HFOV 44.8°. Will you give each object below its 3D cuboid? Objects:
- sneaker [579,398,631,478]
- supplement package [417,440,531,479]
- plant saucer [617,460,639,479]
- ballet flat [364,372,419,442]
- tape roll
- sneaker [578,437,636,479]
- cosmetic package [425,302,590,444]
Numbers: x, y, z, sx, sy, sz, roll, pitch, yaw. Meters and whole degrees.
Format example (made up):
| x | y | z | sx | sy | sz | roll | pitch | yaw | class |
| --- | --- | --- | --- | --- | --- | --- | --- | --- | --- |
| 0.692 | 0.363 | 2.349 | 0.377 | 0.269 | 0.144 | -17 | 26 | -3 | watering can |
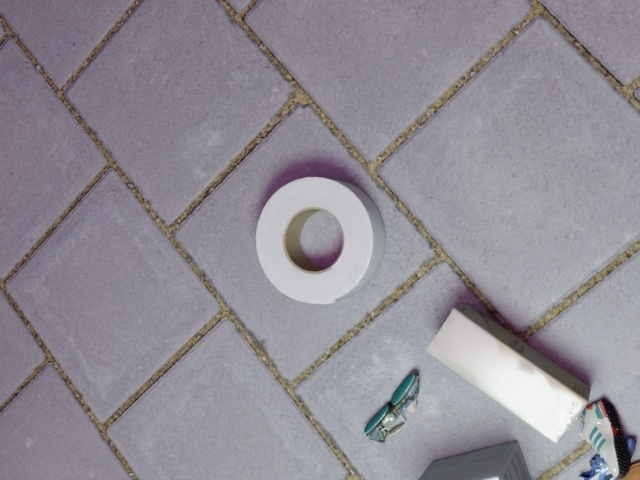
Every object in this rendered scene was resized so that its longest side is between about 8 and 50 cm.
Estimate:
| x | y | z | sx | sy | sz | roll | pitch | yaw | class |
| --- | --- | --- | --- | --- | --- | --- | --- | --- | --- |
| 0.561 | 0.401 | 1.547 | 0.075 | 0.057 | 0.161 | -35 | 44 | 36 | sneaker |
| 0.316 | 0.550 | 1.558 | 0.199 | 0.262 | 0.198 | -21 | 84 | 21 | supplement package |
| 0.659 | 0.530 | 1.512 | 0.200 | 0.037 | 0.200 | -7 | 80 | 39 | plant saucer |
| 0.175 | 0.375 | 1.725 | 0.070 | 0.070 | 0.188 | 43 | 107 | 15 | ballet flat |
| 0.000 | 0.000 | 1.757 | 0.286 | 0.100 | 0.286 | 0 | 91 | 21 | tape roll |
| 0.580 | 0.450 | 1.567 | 0.059 | 0.053 | 0.144 | 37 | 103 | 19 | sneaker |
| 0.384 | 0.263 | 1.583 | 0.309 | 0.160 | 0.113 | 36 | 102 | 16 | cosmetic package |
